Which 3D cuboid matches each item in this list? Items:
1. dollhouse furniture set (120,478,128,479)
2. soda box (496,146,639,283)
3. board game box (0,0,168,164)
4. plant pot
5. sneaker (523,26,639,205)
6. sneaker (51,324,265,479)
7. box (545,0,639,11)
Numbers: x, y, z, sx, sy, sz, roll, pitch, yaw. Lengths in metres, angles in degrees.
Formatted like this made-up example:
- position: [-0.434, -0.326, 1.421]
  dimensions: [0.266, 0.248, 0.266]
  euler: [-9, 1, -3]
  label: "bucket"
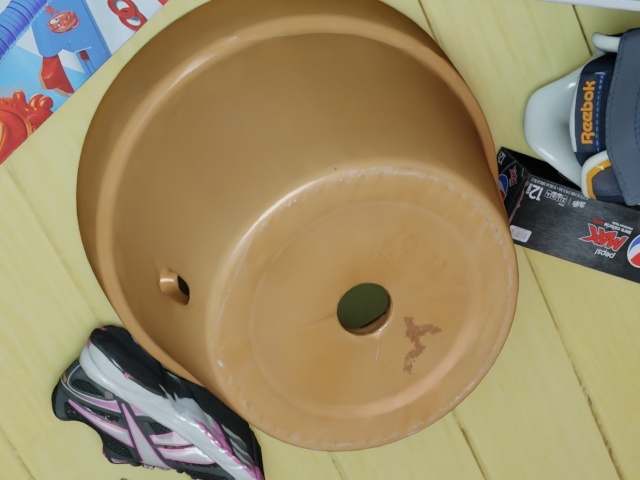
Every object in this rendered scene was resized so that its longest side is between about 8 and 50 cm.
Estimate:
- position: [-0.111, 0.383, 1.285]
  dimensions: [0.286, 0.198, 0.303]
  euler: [28, 104, -27]
  label: "dollhouse furniture set"
- position: [0.199, -0.012, 1.274]
  dimensions: [0.169, 0.060, 0.053]
  euler: [18, 107, -23]
  label: "soda box"
- position: [-0.280, -0.172, 1.027]
  dimensions: [0.302, 0.086, 0.308]
  euler: [-44, 120, 6]
  label: "board game box"
- position: [0.000, 0.000, 1.134]
  dimensions: [0.290, 0.203, 0.291]
  euler: [-7, 116, -14]
  label: "plant pot"
- position: [0.242, -0.077, 1.118]
  dimensions: [0.127, 0.321, 0.126]
  euler: [11, 80, -20]
  label: "sneaker"
- position: [-0.116, 0.134, 1.248]
  dimensions: [0.077, 0.072, 0.178]
  euler: [-41, 112, 18]
  label: "sneaker"
- position: [0.228, -0.281, 1.111]
  dimensions: [0.231, 0.127, 0.262]
  euler: [4, 108, -19]
  label: "box"
